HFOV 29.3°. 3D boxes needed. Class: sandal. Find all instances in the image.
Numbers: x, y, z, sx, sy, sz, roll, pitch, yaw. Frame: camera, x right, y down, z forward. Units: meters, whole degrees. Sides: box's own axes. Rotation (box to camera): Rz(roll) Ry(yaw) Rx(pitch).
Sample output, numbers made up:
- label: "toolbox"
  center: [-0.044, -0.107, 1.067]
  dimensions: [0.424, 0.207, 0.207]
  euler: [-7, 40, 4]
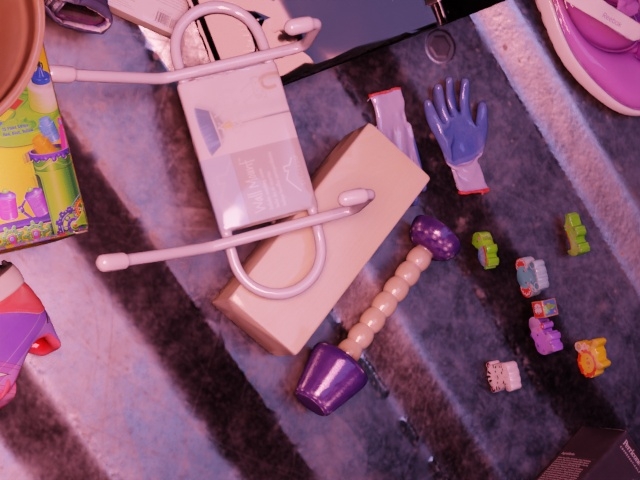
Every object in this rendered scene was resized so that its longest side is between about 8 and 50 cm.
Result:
- label: "sandal"
  center: [0.368, -0.351, 1.642]
  dimensions: [0.169, 0.102, 0.416]
  euler: [-36, 102, -24]

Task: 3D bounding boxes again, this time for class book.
- label: "book"
  center: [-0.187, -0.316, 1.407]
  dimensions: [0.096, 0.035, 0.144]
  euler: [22, 77, -26]

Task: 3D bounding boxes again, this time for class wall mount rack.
- label: "wall mount rack"
  center: [-0.118, -0.100, 1.305]
  dimensions: [0.304, 0.130, 0.350]
  euler: [-15, 83, -13]

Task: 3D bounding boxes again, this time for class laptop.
- label: "laptop"
  center: [0.013, -0.417, 1.499]
  dimensions: [0.408, 0.236, 0.381]
  euler: [-33, 105, -57]

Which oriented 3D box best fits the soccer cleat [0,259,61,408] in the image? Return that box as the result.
- label: "soccer cleat"
  center: [-0.361, 0.145, 1.184]
  dimensions: [0.116, 0.109, 0.318]
  euler: [53, 34, -16]

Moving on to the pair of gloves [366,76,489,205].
- label: "pair of gloves"
  center: [0.136, -0.124, 1.554]
  dimensions: [0.198, 0.023, 0.159]
  euler: [-11, 91, -27]

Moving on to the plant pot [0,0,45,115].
- label: "plant pot"
  center: [-0.370, -0.192, 1.068]
  dimensions: [0.237, 0.110, 0.237]
  euler: [2, 85, -26]

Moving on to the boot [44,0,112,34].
- label: "boot"
  center: [-0.302, -0.283, 1.290]
  dimensions: [0.190, 0.069, 0.086]
  euler: [14, 43, -40]

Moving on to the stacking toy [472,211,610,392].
- label: "stacking toy"
  center: [0.284, 0.083, 1.598]
  dimensions: [0.167, 0.052, 0.221]
  euler: [-9, 88, -28]

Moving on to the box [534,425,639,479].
- label: "box"
  center: [0.363, 0.352, 1.589]
  dimensions: [0.158, 0.093, 0.156]
  euler: [-43, 104, -24]

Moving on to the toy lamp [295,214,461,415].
- label: "toy lamp"
  center: [0.068, 0.093, 1.473]
  dimensions: [0.080, 0.080, 0.274]
  euler: [46, 69, -16]

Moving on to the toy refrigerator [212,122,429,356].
- label: "toy refrigerator"
  center: [0.000, 0.000, 1.434]
  dimensions: [0.102, 0.094, 0.269]
  euler: [41, 72, -11]

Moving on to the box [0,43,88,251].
- label: "box"
  center: [-0.416, -0.105, 1.195]
  dimensions: [0.290, 0.177, 0.279]
  euler: [-14, 92, -26]
